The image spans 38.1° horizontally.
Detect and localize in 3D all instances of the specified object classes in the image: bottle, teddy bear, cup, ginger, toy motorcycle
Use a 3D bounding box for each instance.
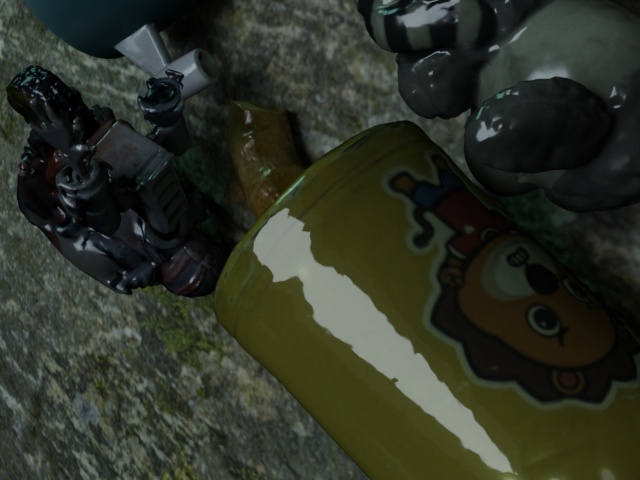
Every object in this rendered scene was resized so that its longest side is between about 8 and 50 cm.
[{"bbox_3d":[0.116,0.103,0.524,0.351,0.171,0.171,44,123,15],"label":"bottle"},{"bbox_3d":[0.110,-0.097,0.533,0.144,0.171,0.250,-43,66,44],"label":"teddy bear"},{"bbox_3d":[-0.153,-0.263,0.787,0.173,0.167,0.299,-24,82,29],"label":"cup"},{"bbox_3d":[0.002,0.000,0.720,0.118,0.065,0.298,-48,59,29],"label":"ginger"},{"bbox_3d":[-0.169,-0.049,0.762,0.207,0.134,0.401,36,157,9],"label":"toy motorcycle"}]
